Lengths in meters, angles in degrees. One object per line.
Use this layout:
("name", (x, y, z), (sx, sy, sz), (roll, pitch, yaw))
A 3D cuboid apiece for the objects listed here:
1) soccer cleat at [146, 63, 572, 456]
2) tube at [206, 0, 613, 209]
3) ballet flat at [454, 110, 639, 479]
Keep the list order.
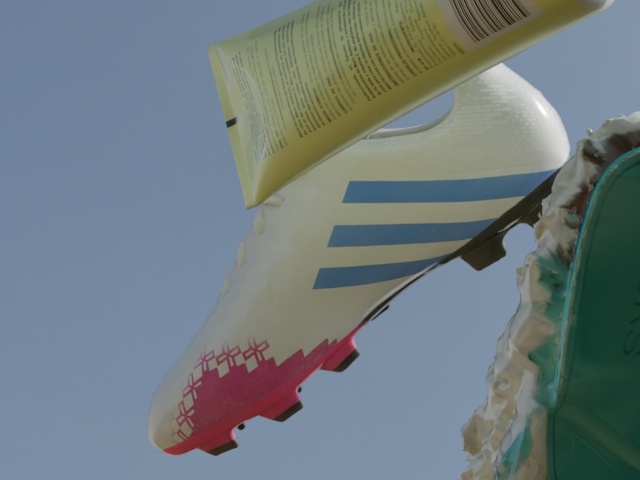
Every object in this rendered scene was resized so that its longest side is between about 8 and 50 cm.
("soccer cleat", (0.000, 0.000, 0.961), (0.331, 0.116, 0.143), (-37, -82, 8))
("tube", (0.031, -0.095, 0.733), (0.062, 0.070, 0.240), (40, -42, -26))
("ballet flat", (0.128, 0.134, 0.738), (0.147, 0.147, 0.408), (14, -84, -18))
